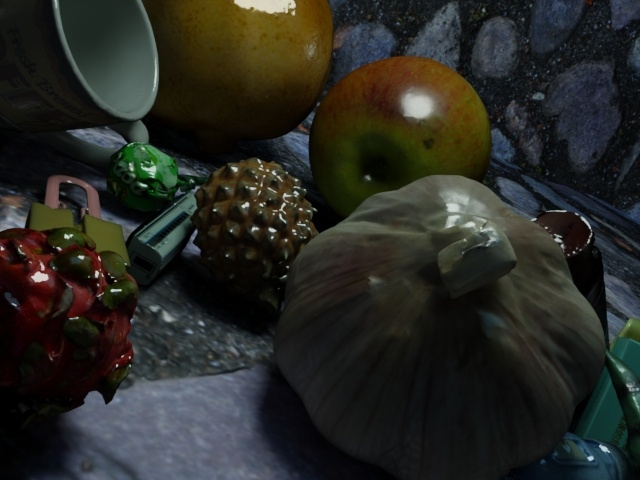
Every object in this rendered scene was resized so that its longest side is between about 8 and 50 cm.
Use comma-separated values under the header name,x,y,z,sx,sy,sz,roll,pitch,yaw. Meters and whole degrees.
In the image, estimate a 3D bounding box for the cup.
name,x,y,z,sx,sy,sz,roll,pitch,yaw
cup,-0.366,-0.219,0.945,0.257,0.301,0.227,-8,42,19

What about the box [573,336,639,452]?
name,x,y,z,sx,sy,sz,roll,pitch,yaw
box,0.446,0.243,0.864,0.229,0.162,0.041,26,-5,2

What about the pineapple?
name,x,y,z,sx,sy,sz,roll,pitch,yaw
pineapple,-0.075,0.004,0.840,0.166,0.166,0.193,12,49,-35

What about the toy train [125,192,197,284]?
name,x,y,z,sx,sy,sz,roll,pitch,yaw
toy train,-0.182,-0.015,0.884,0.048,0.055,0.252,26,20,-1

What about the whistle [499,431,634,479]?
name,x,y,z,sx,sy,sz,roll,pitch,yaw
whistle,0.271,0.252,0.744,0.269,0.093,0.180,20,26,-37

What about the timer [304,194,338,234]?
name,x,y,z,sx,sy,sz,roll,pitch,yaw
timer,0.000,0.000,0.965,0.055,0.144,0.187,-34,51,-18

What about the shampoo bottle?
name,x,y,z,sx,sy,sz,roll,pitch,yaw
shampoo bottle,0.303,0.096,0.857,0.084,0.129,0.323,23,-26,38

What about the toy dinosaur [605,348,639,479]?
name,x,y,z,sx,sy,sz,roll,pitch,yaw
toy dinosaur,0.362,0.236,0.719,0.120,0.079,0.291,25,45,-37

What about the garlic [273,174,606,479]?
name,x,y,z,sx,sy,sz,roll,pitch,yaw
garlic,0.108,0.086,0.684,0.322,0.322,0.241,44,1,41

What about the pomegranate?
name,x,y,z,sx,sy,sz,roll,pitch,yaw
pomegranate,-0.177,-0.347,1.301,0.417,0.416,0.416,23,20,-9

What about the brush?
name,x,y,z,sx,sy,sz,roll,pitch,yaw
brush,-0.282,-0.021,0.791,0.103,0.047,0.233,16,21,-27

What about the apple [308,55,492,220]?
name,x,y,z,sx,sy,sz,roll,pitch,yaw
apple,0.139,-0.165,1.276,0.340,0.339,0.339,23,20,-9

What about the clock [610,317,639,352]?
name,x,y,z,sx,sy,sz,roll,pitch,yaw
clock,0.621,0.258,1.140,0.235,0.096,0.308,26,21,-2

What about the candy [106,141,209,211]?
name,x,y,z,sx,sy,sz,roll,pitch,yaw
candy,-0.195,-0.086,1.039,0.097,0.097,0.323,33,13,18

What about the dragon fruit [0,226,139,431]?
name,x,y,z,sx,sy,sz,roll,pitch,yaw
dragon fruit,-0.216,0.066,0.517,0.160,0.166,0.172,47,2,11
